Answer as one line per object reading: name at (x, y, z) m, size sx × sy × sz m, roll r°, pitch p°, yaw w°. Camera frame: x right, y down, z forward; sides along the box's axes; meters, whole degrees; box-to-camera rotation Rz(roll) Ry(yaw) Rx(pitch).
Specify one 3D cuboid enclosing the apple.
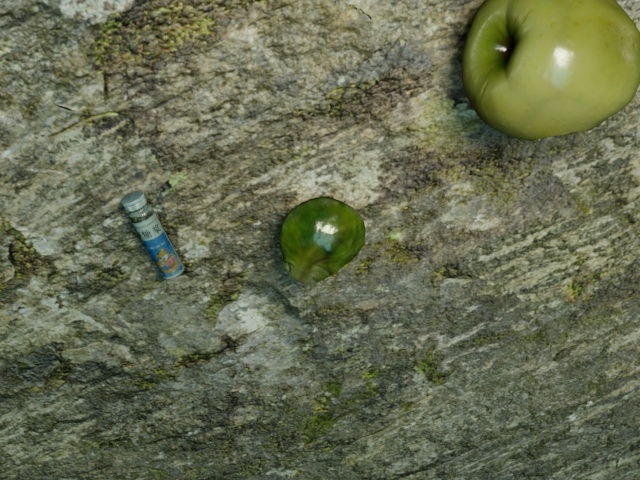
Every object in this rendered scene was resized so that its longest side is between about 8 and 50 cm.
apple at (0.364, -0.291, 1.037) m, size 0.280 × 0.279 × 0.278 m, roll -2°, pitch 122°, yaw -3°

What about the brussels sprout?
brussels sprout at (-0.003, -0.003, 1.268) m, size 0.180 × 0.144 × 0.162 m, roll -50°, pitch 148°, yaw 11°

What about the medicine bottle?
medicine bottle at (-0.331, -0.008, 1.290) m, size 0.051 × 0.051 × 0.191 m, roll -18°, pitch 121°, yaw 7°
